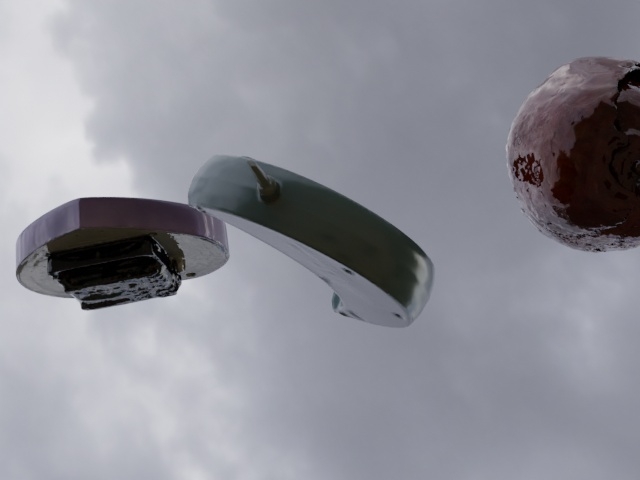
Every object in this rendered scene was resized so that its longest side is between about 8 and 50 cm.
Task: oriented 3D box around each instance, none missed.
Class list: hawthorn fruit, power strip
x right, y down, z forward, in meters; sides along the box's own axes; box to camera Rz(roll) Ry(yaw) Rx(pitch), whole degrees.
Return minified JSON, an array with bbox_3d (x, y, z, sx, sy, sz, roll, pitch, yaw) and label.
[{"bbox_3d":[0.211,-0.060,1.069,0.148,0.172,0.148,-1,-81,-4],"label":"hawthorn fruit"},{"bbox_3d":[0.000,0.000,1.007,0.216,0.137,0.044,39,-108,-43],"label":"power strip"}]

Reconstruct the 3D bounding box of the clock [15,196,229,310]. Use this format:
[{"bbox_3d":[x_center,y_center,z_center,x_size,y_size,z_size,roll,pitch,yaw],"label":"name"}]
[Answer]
[{"bbox_3d":[-0.186,0.016,1.339,0.198,0.064,0.172,-11,-21,8],"label":"clock"}]
